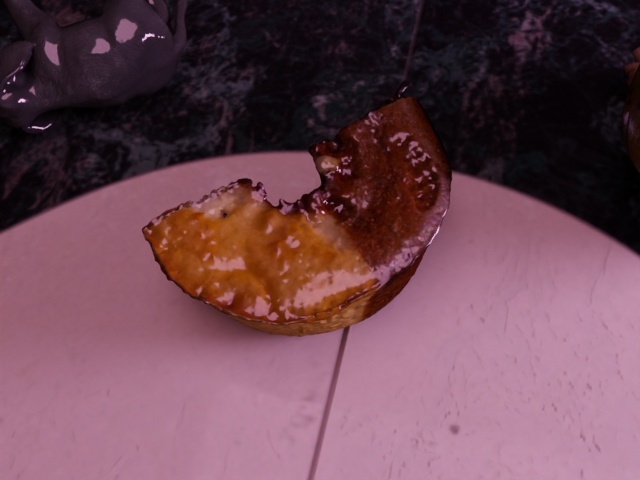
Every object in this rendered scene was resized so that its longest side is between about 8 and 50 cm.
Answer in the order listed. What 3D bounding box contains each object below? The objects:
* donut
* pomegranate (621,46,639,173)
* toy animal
[{"bbox_3d":[-0.002,0.000,0.537,0.217,0.085,0.141,-24,61,-7],"label":"donut"},{"bbox_3d":[0.291,-0.102,0.533,0.180,0.180,0.209,-17,31,-5],"label":"pomegranate"},{"bbox_3d":[-0.239,-0.157,0.650,0.269,0.082,0.137,-22,60,-8],"label":"toy animal"}]
